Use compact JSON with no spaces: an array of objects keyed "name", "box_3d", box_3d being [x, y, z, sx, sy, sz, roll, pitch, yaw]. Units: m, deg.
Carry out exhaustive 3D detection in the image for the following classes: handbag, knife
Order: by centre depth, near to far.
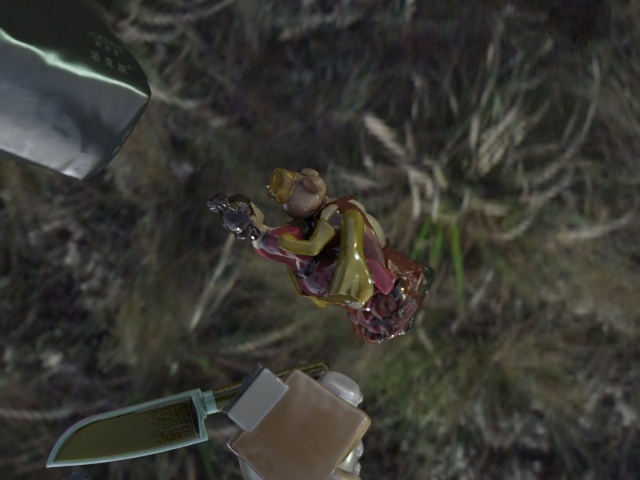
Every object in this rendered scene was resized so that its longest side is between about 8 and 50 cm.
[{"name":"handbag","box_3d":[-0.319,-0.214,1.363,0.302,0.275,0.178,21,117,-45]},{"name":"knife","box_3d":[-0.147,0.203,1.738,0.343,0.027,0.061,-13,94,-13]}]

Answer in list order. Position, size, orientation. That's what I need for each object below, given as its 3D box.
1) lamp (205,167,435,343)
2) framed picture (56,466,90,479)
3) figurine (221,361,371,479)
[{"name":"lamp","box_3d":[0.000,0.000,1.517,0.253,0.118,0.118,39,113,-22]},{"name":"framed picture","box_3d":[-0.098,0.192,0.656,0.195,0.010,0.199,-29,112,33]},{"name":"figurine","box_3d":[-0.013,0.195,1.425,0.141,0.237,0.162,36,78,11]}]
